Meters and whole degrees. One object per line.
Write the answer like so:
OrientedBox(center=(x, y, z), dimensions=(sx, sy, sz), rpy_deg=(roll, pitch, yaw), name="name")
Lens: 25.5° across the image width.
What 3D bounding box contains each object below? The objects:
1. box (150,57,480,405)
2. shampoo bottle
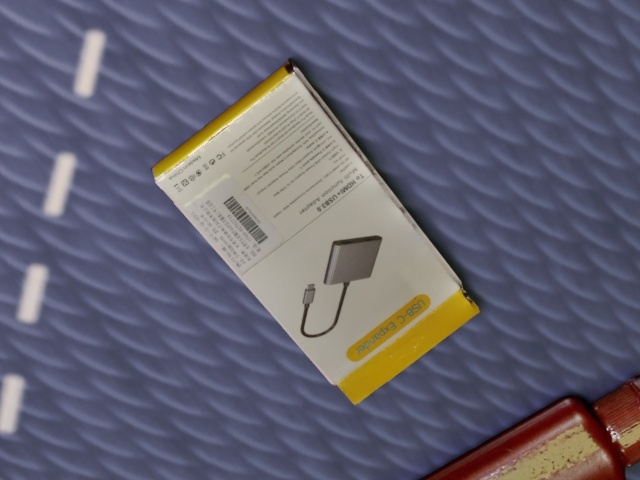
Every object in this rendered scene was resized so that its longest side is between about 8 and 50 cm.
OrientedBox(center=(0.000, 0.000, 1.035), dimensions=(0.129, 0.033, 0.247), rpy_deg=(-37, 116, 3), name="box")
OrientedBox(center=(0.163, 0.198, 1.139), dimensions=(0.260, 0.064, 0.102), rpy_deg=(-30, 116, 1), name="shampoo bottle")
